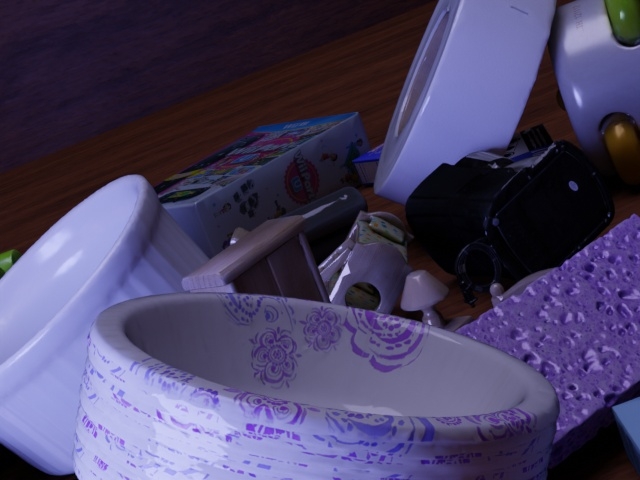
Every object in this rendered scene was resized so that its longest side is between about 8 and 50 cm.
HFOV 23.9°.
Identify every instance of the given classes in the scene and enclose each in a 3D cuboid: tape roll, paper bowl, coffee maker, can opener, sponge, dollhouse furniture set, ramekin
[{"bbox_3d":[0.153,-0.165,1.631,0.100,0.286,0.286,21,16,-4],"label":"tape roll"},{"bbox_3d":[-0.007,0.133,0.914,0.284,0.148,0.284,9,11,-2],"label":"paper bowl"},{"bbox_3d":[0.154,-0.019,1.405,0.171,0.120,0.178,-18,8,-22],"label":"coffee maker"},{"bbox_3d":[-0.062,0.032,1.689,0.280,0.074,0.093,-28,50,-20],"label":"can opener"},{"bbox_3d":[0.192,0.064,1.052,0.210,0.031,0.117,-31,49,-25],"label":"sponge"},{"bbox_3d":[0.074,0.070,1.107,0.355,0.174,0.303,-9,19,41],"label":"dollhouse furniture set"},{"bbox_3d":[-0.215,0.084,1.393,0.277,0.135,0.277,-39,20,17],"label":"ramekin"},{"bbox_3d":[0.000,0.000,1.441,0.101,0.161,0.182,-63,5,16],"label":"dollhouse furniture set"}]

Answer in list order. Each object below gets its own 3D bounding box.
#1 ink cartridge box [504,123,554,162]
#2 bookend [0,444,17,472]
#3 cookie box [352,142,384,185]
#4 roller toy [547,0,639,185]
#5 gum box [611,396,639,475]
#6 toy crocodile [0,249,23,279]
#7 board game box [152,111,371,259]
[{"bbox_3d":[0.222,-0.075,1.683,0.097,0.046,0.207,-21,14,7],"label":"ink cartridge box"},{"bbox_3d":[-0.385,0.209,1.460,0.157,0.072,0.156,-15,16,25],"label":"bookend"},{"bbox_3d":[0.112,-0.109,1.974,0.092,0.040,0.107,-32,18,-35],"label":"cookie box"},{"bbox_3d":[0.321,-0.168,1.593,0.146,0.209,0.191,-19,2,17],"label":"roller toy"},{"bbox_3d":[0.272,0.121,0.901,0.157,0.041,0.184,-20,15,3],"label":"gum box"},{"bbox_3d":[-0.437,0.088,1.953,0.115,0.105,0.340,-21,10,2],"label":"toy crocodile"},{"bbox_3d":[-0.107,-0.062,2.010,0.303,0.098,0.224,-31,18,-37],"label":"board game box"}]
